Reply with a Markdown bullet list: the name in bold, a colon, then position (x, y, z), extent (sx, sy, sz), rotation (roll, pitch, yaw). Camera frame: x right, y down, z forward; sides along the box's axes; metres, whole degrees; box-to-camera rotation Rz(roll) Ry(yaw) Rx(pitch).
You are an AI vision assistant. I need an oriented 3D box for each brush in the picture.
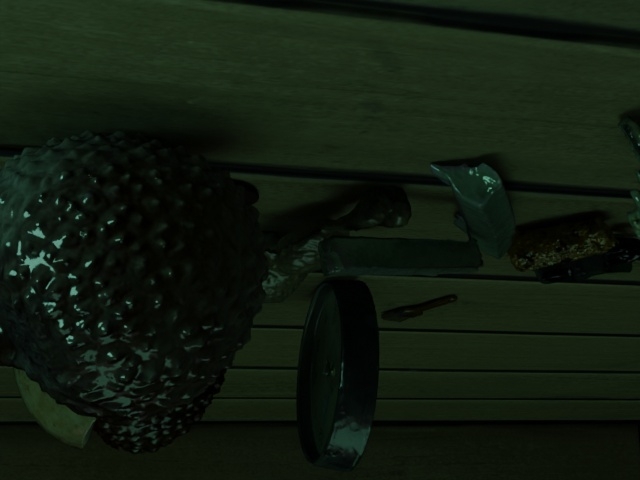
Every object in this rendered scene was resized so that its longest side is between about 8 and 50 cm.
- **brush**: position (0.163, 0.109, 2.287), extent (0.043, 0.014, 0.170), rotation (9, 161, -34)

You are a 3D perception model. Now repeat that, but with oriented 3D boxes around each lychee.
- **lychee**: position (-0.263, 0.193, 2.107), extent (0.271, 0.236, 0.236), rotation (-23, 161, 15)
- **lychee**: position (-0.198, 0.023, 1.338), extent (0.300, 0.300, 0.300), rotation (-3, 167, -1)

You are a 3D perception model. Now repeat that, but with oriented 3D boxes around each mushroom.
- **mushroom**: position (-0.304, 0.132, 1.890), extent (0.253, 0.189, 0.195), rotation (-45, -174, -1)

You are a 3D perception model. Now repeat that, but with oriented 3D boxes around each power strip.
- **power strip**: position (0.355, -0.010, 1.429), extent (0.064, 0.198, 0.213), rotation (-33, 158, 15)

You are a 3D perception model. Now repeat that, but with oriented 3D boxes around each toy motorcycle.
- **toy motorcycle**: position (0.360, 0.023, 1.880), extent (0.173, 0.058, 0.100), rotation (-13, 170, 41)

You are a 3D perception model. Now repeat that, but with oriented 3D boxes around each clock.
- **clock**: position (0.021, 0.193, 2.048), extent (0.055, 0.280, 0.280), rotation (6, 165, -14)

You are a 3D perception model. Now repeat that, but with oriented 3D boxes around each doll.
- **doll**: position (-0.015, 0.005, 1.675), extent (0.203, 0.091, 0.286), rotation (-19, 173, -13)

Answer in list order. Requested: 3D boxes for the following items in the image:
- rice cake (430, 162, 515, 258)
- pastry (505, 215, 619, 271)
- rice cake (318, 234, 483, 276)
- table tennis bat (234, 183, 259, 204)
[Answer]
- **rice cake**: position (0.181, -0.038, 1.620), extent (0.081, 0.051, 0.290), rotation (29, 174, 16)
- **pastry**: position (0.302, 0.003, 1.791), extent (0.140, 0.056, 0.080), rotation (-16, 170, 23)
- **rice cake**: position (0.094, 0.019, 1.607), extent (0.211, 0.043, 0.034), rotation (1, 164, -31)
- **table tennis bat**: position (-0.124, -0.053, 1.551), extent (0.095, 0.014, 0.158), rotation (-5, 169, 14)
